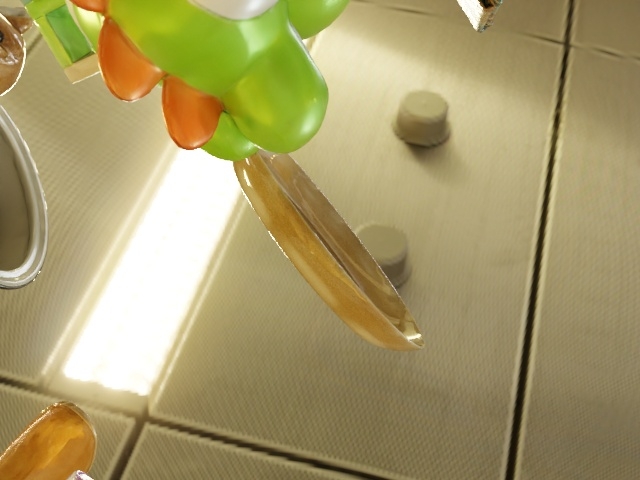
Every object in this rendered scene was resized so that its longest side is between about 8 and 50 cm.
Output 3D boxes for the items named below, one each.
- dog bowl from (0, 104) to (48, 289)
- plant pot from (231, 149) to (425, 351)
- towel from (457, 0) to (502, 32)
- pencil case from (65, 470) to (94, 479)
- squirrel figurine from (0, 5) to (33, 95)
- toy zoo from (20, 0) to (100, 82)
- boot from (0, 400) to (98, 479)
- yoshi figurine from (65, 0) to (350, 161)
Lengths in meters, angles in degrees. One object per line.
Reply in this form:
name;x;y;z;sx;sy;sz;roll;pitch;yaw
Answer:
dog bowl;-0.655;-0.089;1.777;0.150;0.408;0.408;-18;-135;13
plant pot;0.000;0.000;0.808;0.032;0.236;0.236;-38;-127;8
towel;0.130;-0.448;1.314;0.040;0.271;0.370;-31;-88;10
pencil case;-0.293;0.336;1.051;0.206;0.086;0.088;-43;-81;-11
squirrel figurine;-0.581;-0.322;1.336;0.370;0.281;0.397;26;-179;-32
toy zoo;-0.181;-0.267;0.689;0.192;0.293;0.030;-12;-156;37
boot;-0.424;0.350;1.341;0.104;0.295;0.211;44;-141;3
yoshi figurine;-0.082;-0.216;0.480;0.203;0.362;0.203;-33;-148;-11
